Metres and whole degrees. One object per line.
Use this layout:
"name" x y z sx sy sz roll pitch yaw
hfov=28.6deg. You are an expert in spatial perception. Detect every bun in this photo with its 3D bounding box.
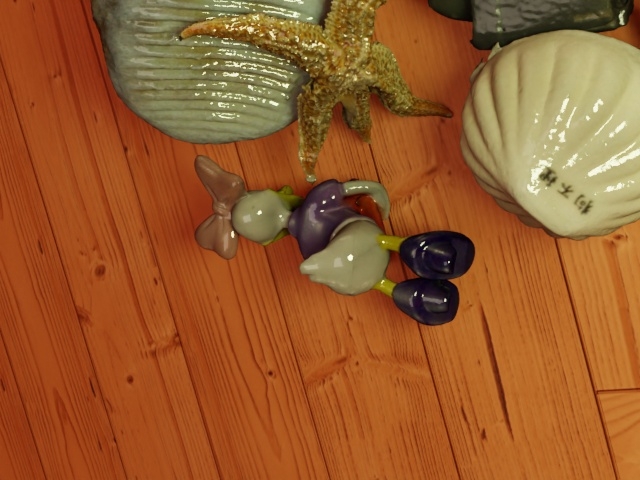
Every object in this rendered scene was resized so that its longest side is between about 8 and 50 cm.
"bun" -0.129 -0.299 1.656 0.211 0.361 0.362 -96 26 -51
"bun" 0.270 -0.087 1.399 0.263 0.175 0.263 14 139 12

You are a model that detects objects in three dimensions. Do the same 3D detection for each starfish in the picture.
"starfish" 0.016 -0.190 1.572 0.301 0.293 0.084 -17 50 10

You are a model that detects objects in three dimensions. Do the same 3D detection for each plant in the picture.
"plant" 0.232 -0.303 1.441 0.256 0.142 0.164 12 113 34

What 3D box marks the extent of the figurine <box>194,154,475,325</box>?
"figurine" 0.007 0.000 1.703 0.420 0.193 0.154 26 124 37
